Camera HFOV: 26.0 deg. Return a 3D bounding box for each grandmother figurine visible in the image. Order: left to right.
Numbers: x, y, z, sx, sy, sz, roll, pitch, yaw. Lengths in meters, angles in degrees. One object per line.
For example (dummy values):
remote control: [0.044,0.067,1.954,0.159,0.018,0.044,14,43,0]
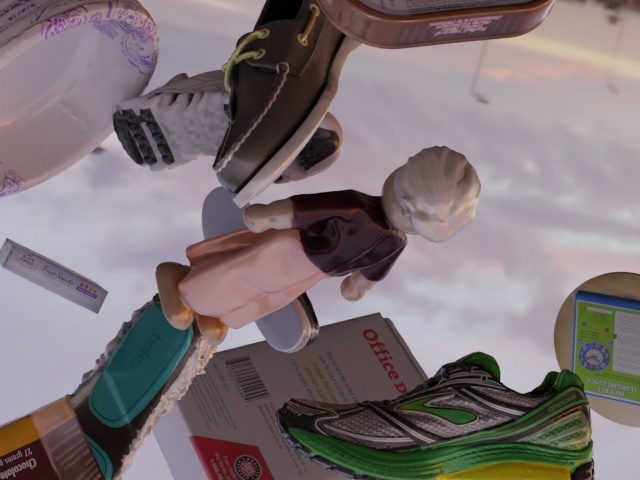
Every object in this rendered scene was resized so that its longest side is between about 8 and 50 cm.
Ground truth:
grandmother figurine: [0.000,0.000,1.368,0.342,0.104,0.208,-24,158,24]

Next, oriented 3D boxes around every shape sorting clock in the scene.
shape sorting clock: [0.389,0.137,1.733,0.206,0.206,0.040,22,-156,28]

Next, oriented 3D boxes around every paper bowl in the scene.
paper bowl: [-0.324,-0.188,1.469,0.148,0.284,0.284,48,-156,17]

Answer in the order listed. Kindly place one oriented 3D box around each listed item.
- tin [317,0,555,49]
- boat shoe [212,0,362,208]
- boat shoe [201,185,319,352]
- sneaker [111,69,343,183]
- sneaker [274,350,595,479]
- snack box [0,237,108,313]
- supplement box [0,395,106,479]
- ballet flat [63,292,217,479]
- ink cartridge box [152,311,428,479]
tin: [0.089,-0.198,1.014,0.189,0.040,0.106,-9,-117,-16]
boat shoe: [-0.035,-0.143,1.173,0.091,0.109,0.305,41,-140,-14]
boat shoe: [-0.068,0.034,1.722,0.228,0.080,0.076,57,-158,15]
sneaker: [-0.088,-0.135,1.481,0.292,0.110,0.118,10,-140,37]
sneaker: [0.122,0.191,1.487,0.343,0.146,0.134,2,175,-5]
snack box: [-0.360,0.047,1.853,0.141,0.037,0.100,28,175,-19]
supplement box: [-0.232,0.243,1.094,0.129,0.194,0.191,-25,179,-3]
ballet flat: [-0.271,0.242,1.781,0.147,0.409,0.147,43,-178,-2]
ink cartridge box: [-0.024,0.293,2.075,0.384,0.160,0.279,-12,-130,-24]
